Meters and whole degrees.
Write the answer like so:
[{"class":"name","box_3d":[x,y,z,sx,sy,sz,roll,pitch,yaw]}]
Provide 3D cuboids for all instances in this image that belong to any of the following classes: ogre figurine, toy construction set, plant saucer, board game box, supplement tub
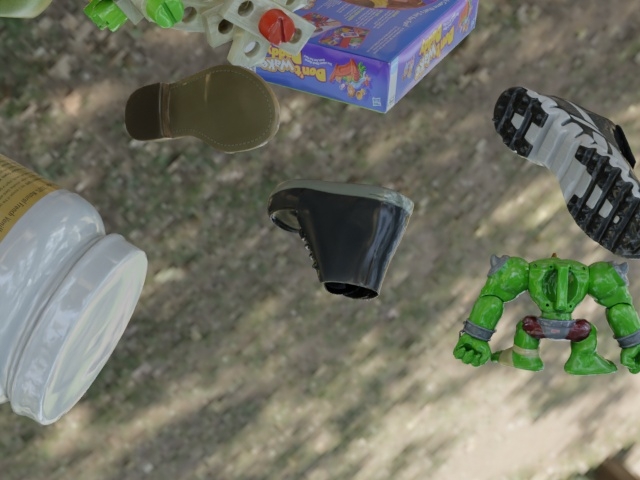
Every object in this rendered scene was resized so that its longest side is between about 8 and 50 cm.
[{"class":"ogre figurine","box_3d":[0.241,0.074,1.442,0.097,0.197,0.118,-22,117,-66]},{"class":"toy construction set","box_3d":[-0.166,-0.252,1.342,0.151,0.328,0.215,-53,141,-9]},{"class":"plant saucer","box_3d":[-0.492,-0.333,1.975,0.241,0.241,0.037,-5,103,-51]},{"class":"board game box","box_3d":[0.062,-0.313,2.076,0.347,0.233,0.078,-46,147,-51]},{"class":"supplement tub","box_3d":[-0.352,0.020,1.381,0.228,0.316,0.228,-60,172,-15]}]

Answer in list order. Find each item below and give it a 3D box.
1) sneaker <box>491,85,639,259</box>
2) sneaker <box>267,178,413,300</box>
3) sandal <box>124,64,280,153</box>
[{"class":"sneaker","box_3d":[0.273,-0.072,1.387,0.106,0.234,0.078,-4,132,-36]},{"class":"sneaker","box_3d":[0.000,0.000,1.583,0.083,0.222,0.118,29,73,-34]},{"class":"sandal","box_3d":[-0.100,-0.133,1.470,0.079,0.240,0.088,0,92,-45]}]
